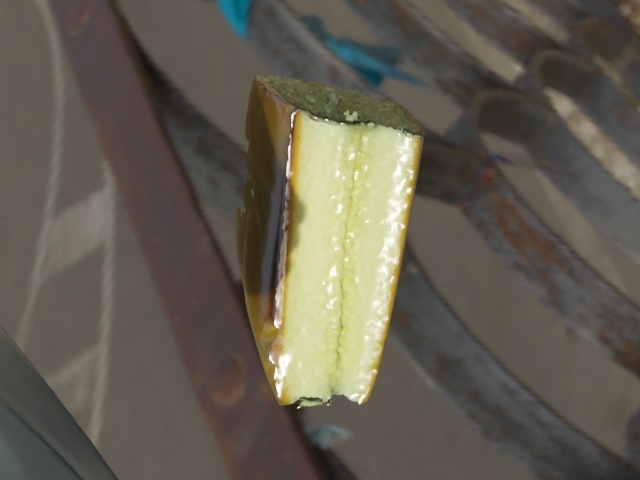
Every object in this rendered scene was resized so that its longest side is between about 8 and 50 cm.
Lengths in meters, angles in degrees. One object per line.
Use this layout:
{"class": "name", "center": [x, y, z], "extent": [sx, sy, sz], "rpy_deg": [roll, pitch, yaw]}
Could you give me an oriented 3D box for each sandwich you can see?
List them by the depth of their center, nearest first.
{"class": "sandwich", "center": [0.000, 0.000, 1.317], "extent": [0.128, 0.122, 0.236], "rpy_deg": [-125, 42, -67]}

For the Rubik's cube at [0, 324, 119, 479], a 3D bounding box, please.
{"class": "Rubik's cube", "center": [-0.285, 0.193, 0.724], "extent": [0.347, 0.351, 0.352], "rpy_deg": [-43, 66, 11]}
